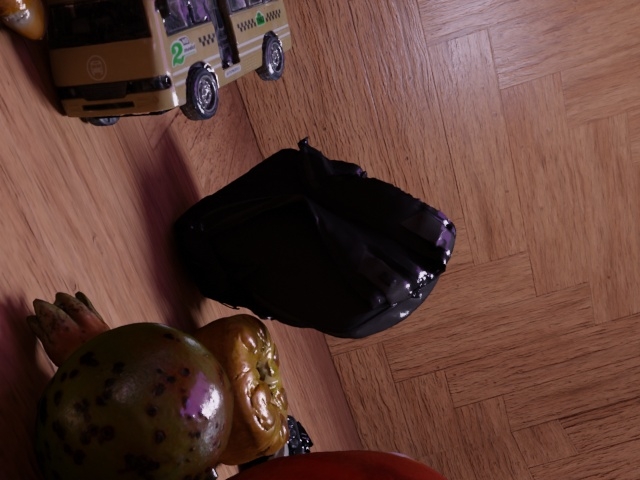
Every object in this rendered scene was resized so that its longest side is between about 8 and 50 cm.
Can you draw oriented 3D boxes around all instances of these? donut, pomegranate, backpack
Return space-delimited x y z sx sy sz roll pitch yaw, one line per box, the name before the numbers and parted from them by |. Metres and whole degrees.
donut | -0.118 0.215 0.940 0.226 0.113 0.227 -17 90 -87
pomegranate | -0.159 0.124 0.511 0.205 0.159 0.159 45 -5 15
backpack | 0.000 0.000 1.046 0.363 0.445 0.255 -41 137 -36

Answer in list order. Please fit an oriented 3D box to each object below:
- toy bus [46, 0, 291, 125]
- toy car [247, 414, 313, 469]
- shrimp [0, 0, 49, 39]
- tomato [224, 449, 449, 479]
toy bus | -0.184 -0.278 0.836 0.365 0.176 0.202 -54 139 -57
toy car | -0.057 0.405 1.044 0.193 0.117 0.301 67 6 -46
shrimp | -0.328 -0.332 0.602 0.152 0.062 0.287 -105 180 -59
tomato | -0.007 0.304 0.427 0.289 0.325 0.293 17 -67 41
